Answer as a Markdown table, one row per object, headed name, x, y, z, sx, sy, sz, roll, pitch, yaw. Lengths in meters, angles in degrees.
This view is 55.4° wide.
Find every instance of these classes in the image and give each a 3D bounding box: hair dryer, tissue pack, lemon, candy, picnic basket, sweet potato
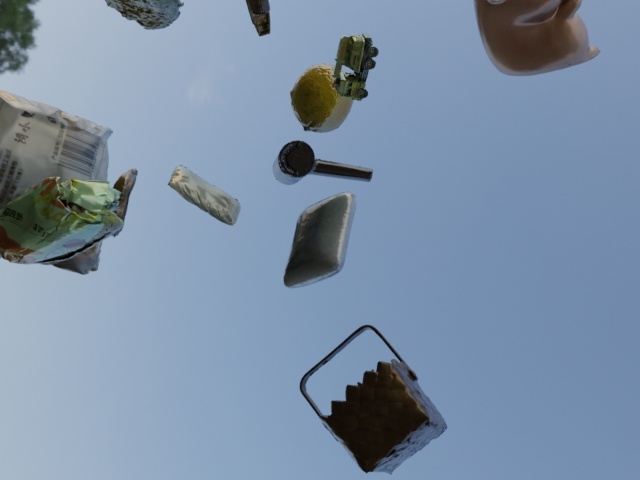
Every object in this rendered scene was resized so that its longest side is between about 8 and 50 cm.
| name | x | y | z | sx | sy | sz | roll | pitch | yaw |
| --- | --- | --- | --- | --- | --- | --- | --- | --- | --- |
| hair dryer | 0.009 | -0.175 | 1.521 | 0.197 | 0.252 | 0.089 | 168 | -70 | -79 |
| tissue pack | -0.654 | -0.136 | 1.371 | 0.195 | 0.390 | 0.375 | -19 | -122 | 46 |
| lemon | 0.005 | -0.436 | 1.871 | 0.192 | 0.192 | 0.231 | 17 | -106 | 44 |
| candy | 0.000 | 0.000 | 1.097 | 0.138 | 0.071 | 0.174 | -22 | -139 | 39 |
| picnic basket | 0.126 | 0.393 | 1.498 | 0.254 | 0.291 | 0.321 | -42 | -119 | 0 |
| sweet potato | -0.575 | -0.121 | 1.758 | 0.081 | 0.062 | 0.232 | 132 | -29 | -61 |

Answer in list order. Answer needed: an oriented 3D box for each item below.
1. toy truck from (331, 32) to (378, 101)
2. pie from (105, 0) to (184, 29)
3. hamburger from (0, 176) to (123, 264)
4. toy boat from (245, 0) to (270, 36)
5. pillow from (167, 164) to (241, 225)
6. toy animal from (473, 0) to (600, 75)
| name | x | y | z | sx | sy | sz | roll | pitch | yaw |
| --- | --- | --- | --- | --- | --- | --- | --- | --- | --- |
| toy truck | 0.081 | -0.449 | 1.569 | 0.077 | 0.100 | 0.168 | -104 | -158 | -49 |
| pie | -0.465 | -0.574 | 1.316 | 0.297 | 0.371 | 0.078 | 18 | -95 | 50 |
| hamburger | -0.445 | -0.037 | 1.097 | 0.214 | 0.235 | 0.125 | -16 | -98 | 13 |
| toy boat | -0.181 | -0.692 | 1.743 | 0.225 | 0.068 | 0.088 | 80 | -15 | -45 |
| pillow | -0.335 | -0.133 | 1.784 | 0.051 | 0.229 | 0.128 | -48 | -164 | 29 |
| toy animal | 0.430 | -0.458 | 1.241 | 0.213 | 0.256 | 0.195 | -24 | -153 | 8 |
